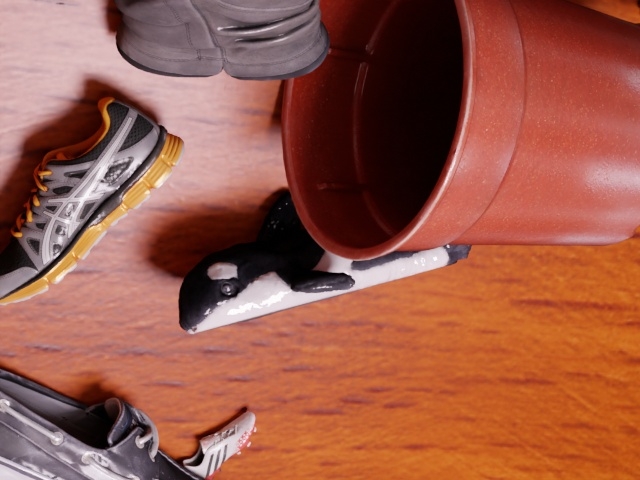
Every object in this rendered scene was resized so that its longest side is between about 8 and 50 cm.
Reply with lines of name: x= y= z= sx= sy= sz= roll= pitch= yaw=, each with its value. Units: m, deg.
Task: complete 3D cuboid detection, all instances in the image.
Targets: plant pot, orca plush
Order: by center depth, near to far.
plant pot: x=0.149 y=-0.107 z=1.617 sx=0.265 sy=0.272 sz=0.272 roll=6 pitch=112 yaw=-33
orca plush: x=0.000 y=0.000 z=1.689 sx=0.287 sy=0.151 sz=0.102 roll=-15 pitch=87 yaw=-11

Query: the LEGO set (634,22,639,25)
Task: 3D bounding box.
LEGO set: x=0.393 y=-0.310 z=1.684 sx=0.255 sy=0.192 sz=0.331 roll=-6 pitch=116 yaw=14

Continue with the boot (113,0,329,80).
boot: x=-0.156 y=-0.208 z=1.493 sx=0.338 sy=0.118 sz=0.222 roll=12 pitch=154 yaw=0

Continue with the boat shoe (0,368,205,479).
boat shoe: x=-0.190 y=0.192 z=1.706 sx=0.301 sy=0.108 sz=0.102 roll=25 pitch=105 yaw=-22

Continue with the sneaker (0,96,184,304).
sneaker: x=-0.215 y=-0.032 z=1.606 sx=0.215 sy=0.084 sz=0.083 roll=-45 pitch=108 yaw=-1

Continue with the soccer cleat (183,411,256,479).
soccer cleat: x=-0.094 y=0.190 z=1.782 sx=0.083 sy=0.029 sz=0.036 roll=-47 pitch=126 yaw=10
